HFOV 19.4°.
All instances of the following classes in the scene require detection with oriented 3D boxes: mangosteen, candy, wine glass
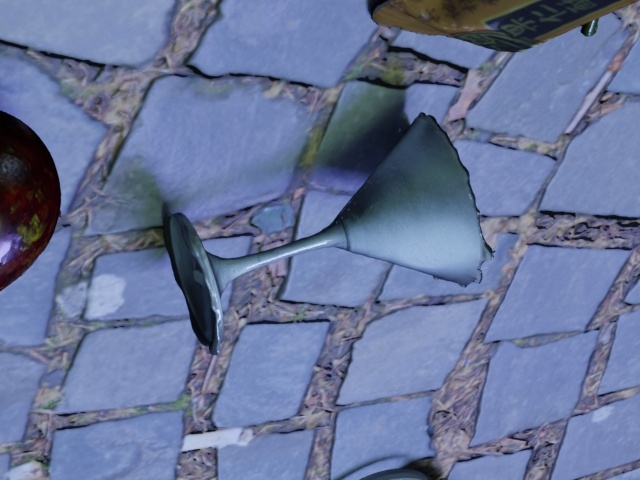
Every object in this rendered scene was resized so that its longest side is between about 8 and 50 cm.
[{"bbox_3d":[-0.264,-0.047,1.298,0.156,0.181,0.146,-32,-173,24],"label":"mangosteen"},{"bbox_3d":[0.174,-0.207,1.412,0.143,0.101,0.271,17,149,-42],"label":"candy"},{"bbox_3d":[0.000,0.000,1.506,0.232,0.156,0.156,-18,138,-15],"label":"wine glass"}]

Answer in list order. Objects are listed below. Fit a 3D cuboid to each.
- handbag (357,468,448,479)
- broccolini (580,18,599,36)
[{"bbox_3d":[0.039,0.331,1.929,0.256,0.079,0.219,-39,130,6],"label":"handbag"},{"bbox_3d":[0.242,-0.220,1.527,0.030,0.035,0.140,-6,135,-25],"label":"broccolini"}]
